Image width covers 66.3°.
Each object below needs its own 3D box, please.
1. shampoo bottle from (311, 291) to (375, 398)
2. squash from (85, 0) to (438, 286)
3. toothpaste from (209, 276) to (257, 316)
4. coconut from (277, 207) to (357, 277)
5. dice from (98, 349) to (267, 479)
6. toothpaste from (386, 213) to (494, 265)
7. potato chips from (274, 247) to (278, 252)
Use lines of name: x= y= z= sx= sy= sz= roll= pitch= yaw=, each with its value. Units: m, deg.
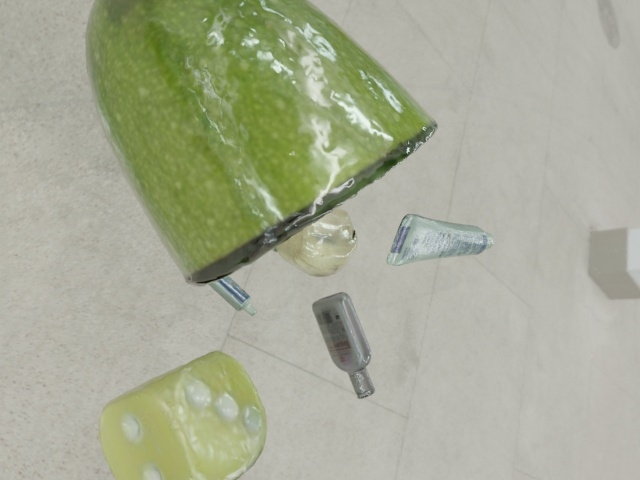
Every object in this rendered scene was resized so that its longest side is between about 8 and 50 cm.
shampoo bottle: x=0.042 y=0.165 z=0.771 sx=0.040 sy=0.080 sz=0.165 roll=-21 pitch=88 yaw=-46
squash: x=-0.088 y=-0.161 z=0.501 sx=0.310 sy=0.310 sz=0.308 roll=-39 pitch=101 yaw=-40
toothpaste: x=-0.192 y=0.070 z=0.908 sx=0.197 sy=0.035 sz=0.057 roll=44 pitch=20 yaw=-2
coconut: x=0.000 y=0.000 z=1.296 sx=0.224 sy=0.224 sz=0.223 roll=9 pitch=76 yaw=-42
dice: x=-0.194 y=0.271 z=0.712 sx=0.166 sy=0.169 sz=0.169 roll=-19 pitch=81 yaw=-60
toothpaste: x=0.155 y=-0.001 z=0.597 sx=0.216 sy=0.037 sz=0.061 roll=0 pitch=112 yaw=-45
potato chips: x=-0.176 y=-0.016 z=1.740 sx=0.208 sy=0.028 sz=0.091 roll=25 pitch=94 yaw=-15
